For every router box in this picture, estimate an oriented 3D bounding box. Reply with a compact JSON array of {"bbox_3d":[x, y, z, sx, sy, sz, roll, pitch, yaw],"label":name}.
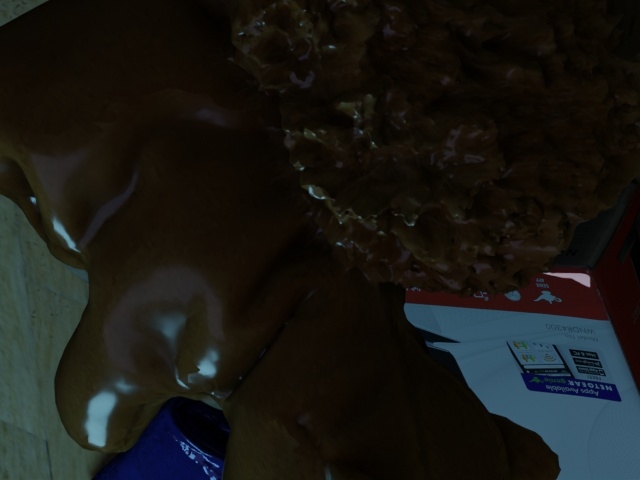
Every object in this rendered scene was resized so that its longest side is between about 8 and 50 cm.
[{"bbox_3d":[0.099,0.092,1.275,0.335,0.082,0.301,2,134,36],"label":"router box"}]

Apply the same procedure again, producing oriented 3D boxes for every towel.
[{"bbox_3d":[-0.089,0.255,1.626,0.227,0.076,0.308,43,144,-1],"label":"towel"}]

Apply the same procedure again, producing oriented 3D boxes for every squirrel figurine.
[{"bbox_3d":[0.000,0.000,1.025,0.397,0.281,0.370,-45,66,27],"label":"squirrel figurine"}]
